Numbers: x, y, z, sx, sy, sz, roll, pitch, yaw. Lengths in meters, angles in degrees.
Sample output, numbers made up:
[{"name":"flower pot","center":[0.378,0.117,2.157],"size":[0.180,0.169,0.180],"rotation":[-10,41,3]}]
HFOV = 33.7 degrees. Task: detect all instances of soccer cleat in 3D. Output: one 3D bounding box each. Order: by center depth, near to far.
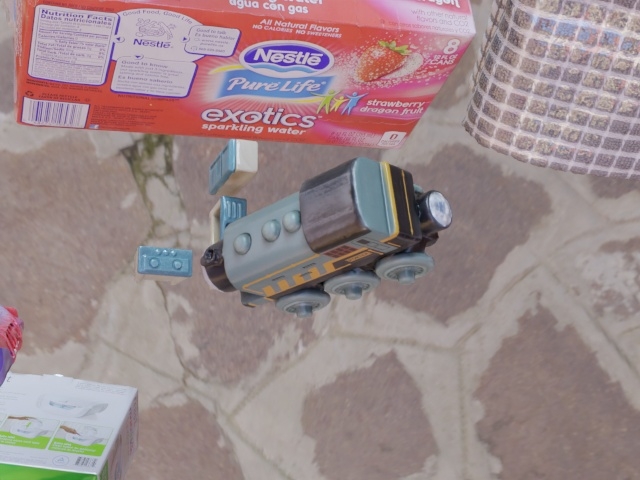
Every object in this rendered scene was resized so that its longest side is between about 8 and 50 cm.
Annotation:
[{"name":"soccer cleat","center":[-0.385,0.116,1.237],"size":[0.095,0.248,0.083],"rotation":[-7,101,-24]}]

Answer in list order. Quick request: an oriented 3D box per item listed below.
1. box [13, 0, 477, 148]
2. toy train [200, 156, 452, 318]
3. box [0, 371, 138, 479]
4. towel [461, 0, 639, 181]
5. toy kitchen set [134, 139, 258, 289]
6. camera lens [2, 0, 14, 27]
[{"name":"box","center":[-0.052,-0.144,0.643],"size":[0.256,0.128,0.123],"rotation":[2,62,-18]},{"name":"toy train","center":[0.000,0.000,1.354],"size":[0.334,0.190,0.142],"rotation":[-21,64,37]},{"name":"box","center":[-0.430,0.315,1.600],"size":[0.262,0.231,0.127],"rotation":[5,114,2]},{"name":"towel","center":[0.277,-0.155,0.840],"size":[0.283,0.235,0.121],"rotation":[12,44,0]},{"name":"toy kitchen set","center":[-0.190,-0.043,1.585],"size":[0.166,0.122,0.207],"rotation":[6,71,-21]},{"name":"camera lens","center":[-0.209,-0.299,1.070],"size":[0.219,0.219,0.274],"rotation":[-9,34,-5]}]
